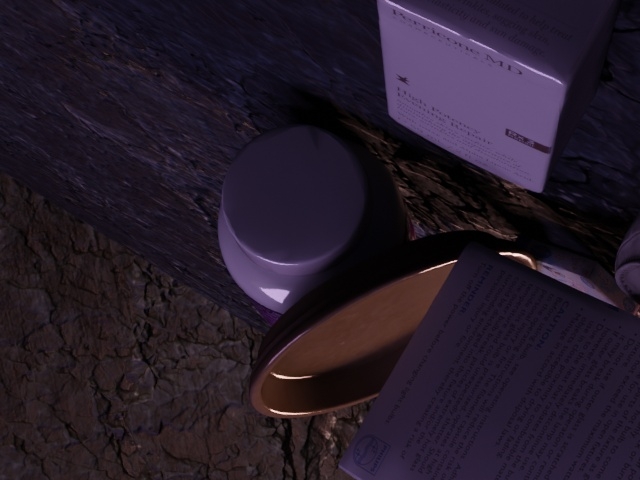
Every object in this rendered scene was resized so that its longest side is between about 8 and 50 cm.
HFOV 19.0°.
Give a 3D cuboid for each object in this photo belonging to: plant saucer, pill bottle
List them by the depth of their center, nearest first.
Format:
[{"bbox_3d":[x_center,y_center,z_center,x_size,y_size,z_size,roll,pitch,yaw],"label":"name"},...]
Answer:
[{"bbox_3d":[0.059,0.070,1.665,0.041,0.277,0.278,63,-177,21],"label":"plant saucer"},{"bbox_3d":[0.000,0.000,1.730,0.169,0.169,0.301,27,171,15],"label":"pill bottle"}]

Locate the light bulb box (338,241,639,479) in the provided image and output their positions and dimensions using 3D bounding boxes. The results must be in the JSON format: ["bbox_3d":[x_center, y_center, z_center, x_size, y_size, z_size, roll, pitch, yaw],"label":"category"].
[{"bbox_3d":[0.279,0.213,1.516,0.358,0.225,0.361,32,176,-41],"label":"light bulb box"}]

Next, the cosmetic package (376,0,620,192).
[{"bbox_3d":[0.102,-0.112,1.104,0.117,0.085,0.231,27,172,10],"label":"cosmetic package"}]

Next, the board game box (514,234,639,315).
[{"bbox_3d":[0.226,0.033,1.690,0.090,0.020,0.090,22,168,42],"label":"board game box"}]

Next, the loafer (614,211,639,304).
[{"bbox_3d":[0.270,0.032,1.275,0.112,0.111,0.319,30,171,-8],"label":"loafer"}]
